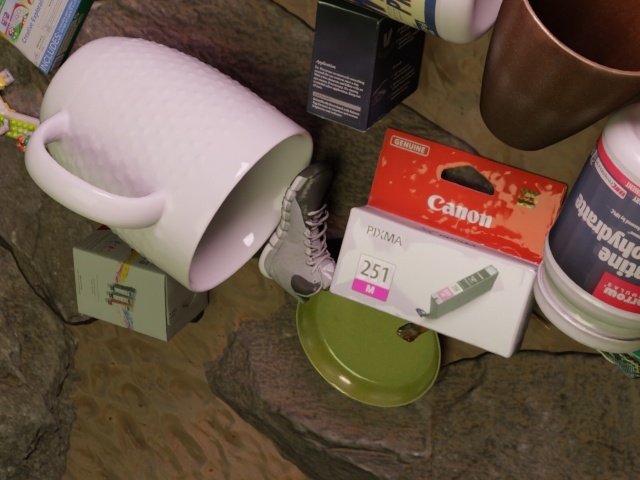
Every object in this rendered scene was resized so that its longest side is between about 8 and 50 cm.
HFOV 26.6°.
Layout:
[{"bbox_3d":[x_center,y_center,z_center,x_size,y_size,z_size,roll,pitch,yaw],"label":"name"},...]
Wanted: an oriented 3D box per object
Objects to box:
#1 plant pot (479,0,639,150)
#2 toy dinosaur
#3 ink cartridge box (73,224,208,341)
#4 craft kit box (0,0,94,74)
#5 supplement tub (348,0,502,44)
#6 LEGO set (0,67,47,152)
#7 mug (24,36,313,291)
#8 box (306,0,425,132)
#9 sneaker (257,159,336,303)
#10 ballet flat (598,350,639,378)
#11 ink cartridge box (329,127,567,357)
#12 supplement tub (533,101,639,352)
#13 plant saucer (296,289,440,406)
[{"bbox_3d":[0.285,-0.214,1.617,0.215,0.215,0.230,39,143,6],"label":"plant pot"},{"bbox_3d":[0.208,0.087,1.920,0.211,0.064,0.112,-14,114,16],"label":"toy dinosaur"},{"bbox_3d":[-0.282,0.058,2.147,0.176,0.128,0.127,16,123,22],"label":"ink cartridge box"},{"bbox_3d":[-0.447,-0.418,2.024,0.246,0.061,0.250,39,129,3],"label":"craft kit box"},{"bbox_3d":[0.076,-0.393,1.601,0.324,0.235,0.235,24,126,17],"label":"supplement tub"},{"bbox_3d":[-0.516,-0.201,2.154,0.287,0.107,0.132,47,130,0],"label":"LEGO set"},{"bbox_3d":[-0.244,-0.117,1.869,0.328,0.374,0.276,36,121,15],"label":"mug"},{"bbox_3d":[0.063,-0.249,1.744,0.093,0.156,0.158,21,125,21],"label":"box"},{"bbox_3d":[0.000,0.000,1.953,0.132,0.086,0.229,45,135,23],"label":"sneaker"},{"bbox_3d":[0.375,0.123,1.832,0.188,0.070,0.070,41,130,9],"label":"ballet flat"},{"bbox_3d":[0.171,0.000,1.833,0.275,0.060,0.239,20,105,20],"label":"ink cartridge box"},{"bbox_3d":[0.390,-0.014,1.657,0.191,0.191,0.272,31,128,13],"label":"supplement tub"},{"bbox_3d":[0.077,0.139,2.035,0.240,0.037,0.241,14,122,23],"label":"plant saucer"}]
